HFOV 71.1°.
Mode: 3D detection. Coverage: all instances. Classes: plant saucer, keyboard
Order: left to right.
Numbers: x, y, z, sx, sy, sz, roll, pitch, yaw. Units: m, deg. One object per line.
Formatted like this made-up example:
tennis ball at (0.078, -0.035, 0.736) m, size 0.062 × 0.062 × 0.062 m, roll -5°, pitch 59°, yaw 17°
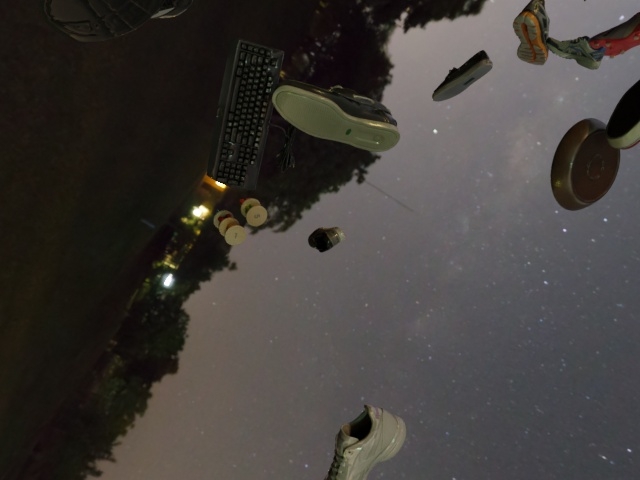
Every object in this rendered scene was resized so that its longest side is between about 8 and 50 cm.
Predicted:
keyboard at (-0.132, -0.266, 1.010) m, size 0.033 × 0.201 × 0.317 m, roll -131°, pitch -128°, yaw -59°
plant saucer at (0.486, -0.134, 0.808) m, size 0.168 × 0.168 × 0.029 m, roll -60°, pitch -150°, yaw 1°

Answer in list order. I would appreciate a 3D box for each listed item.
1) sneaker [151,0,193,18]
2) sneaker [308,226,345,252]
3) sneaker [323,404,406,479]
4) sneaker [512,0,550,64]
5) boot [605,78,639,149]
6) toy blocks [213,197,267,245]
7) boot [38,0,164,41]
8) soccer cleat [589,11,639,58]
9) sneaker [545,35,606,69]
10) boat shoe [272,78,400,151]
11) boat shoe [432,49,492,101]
sneaker at (-0.478, -0.674, 1.277) m, size 0.106 × 0.234 × 0.078 m, roll -127°, pitch -155°, yaw -58°
sneaker at (0.000, 0.000, 1.353) m, size 0.075 × 0.063 × 0.170 m, roll -30°, pitch -169°, yaw -31°
sneaker at (0.064, 0.521, 1.071) m, size 0.305 × 0.152 × 0.114 m, roll -52°, pitch -156°, yaw -4°
sneaker at (0.577, -0.550, 1.196) m, size 0.084 × 0.215 × 0.083 m, roll 29°, pitch -92°, yaw 33°
boot at (0.609, -0.221, 0.738) m, size 0.244 × 0.176 × 0.088 m, roll -53°, pitch -162°, yaw 11°
toy blocks at (-0.208, -0.065, 1.120) m, size 0.123 × 0.054 × 0.148 m, roll -43°, pitch -142°, yaw -4°
boot at (-0.339, -0.548, 0.804) m, size 0.377 × 0.138 × 0.284 m, roll -31°, pitch -126°, yaw 17°
soccer cleat at (0.848, -0.575, 1.236) m, size 0.095 × 0.083 × 0.248 m, roll -62°, pitch -166°, yaw 5°
sneaker at (0.602, -0.457, 1.052) m, size 0.052 × 0.135 × 0.058 m, roll -45°, pitch 160°, yaw -45°
boat shoe at (0.027, -0.219, 0.754) m, size 0.084 × 0.233 × 0.079 m, roll -40°, pitch -135°, yaw 52°
boat shoe at (0.472, -0.561, 1.523) m, size 0.228 × 0.080 × 0.076 m, roll -29°, pitch -113°, yaw 49°
